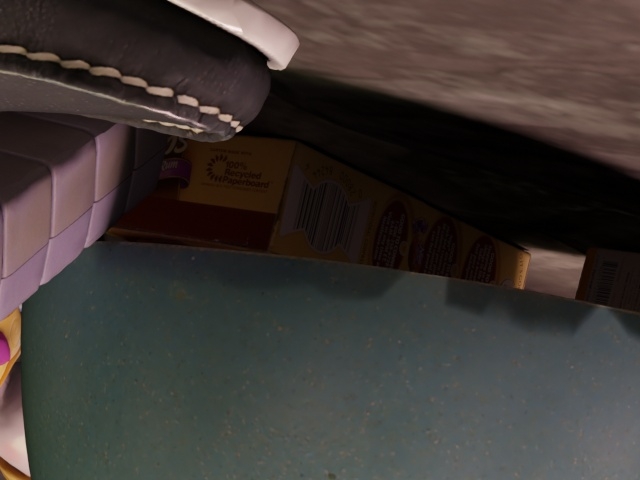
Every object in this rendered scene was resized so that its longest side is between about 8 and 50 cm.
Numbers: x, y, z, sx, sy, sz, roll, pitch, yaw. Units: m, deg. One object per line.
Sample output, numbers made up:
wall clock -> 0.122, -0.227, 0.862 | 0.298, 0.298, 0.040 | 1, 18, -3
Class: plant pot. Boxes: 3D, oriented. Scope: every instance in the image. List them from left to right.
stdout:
plant pot -> 0.014, 0.122, 0.736 | 0.290, 0.195, 0.290 | 9, 173, 1

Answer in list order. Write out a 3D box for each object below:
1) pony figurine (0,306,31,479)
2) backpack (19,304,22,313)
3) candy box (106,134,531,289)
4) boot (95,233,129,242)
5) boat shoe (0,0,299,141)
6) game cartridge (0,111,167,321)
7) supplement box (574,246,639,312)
pony figurine -> -0.259, 0.031, 0.927 | 0.351, 0.302, 0.363 | 10, 155, 26
backpack -> -0.230, 0.010, 1.325 | 0.105, 0.084, 0.114 | 18, 177, 4
candy box -> 0.000, 0.000, 0.851 | 0.109, 0.053, 0.187 | 8, 172, 40
boot -> -0.003, 0.077, 1.104 | 0.223, 0.338, 0.118 | -20, 142, -18
boat shoe -> -0.158, -0.060, 0.528 | 0.303, 0.091, 0.114 | 14, 174, 14
game cartridge -> -0.252, -0.043, 0.634 | 0.355, 0.068, 0.230 | 14, -162, 12
supplement box -> 0.164, 0.031, 0.793 | 0.062, 0.036, 0.098 | 22, 171, -42
